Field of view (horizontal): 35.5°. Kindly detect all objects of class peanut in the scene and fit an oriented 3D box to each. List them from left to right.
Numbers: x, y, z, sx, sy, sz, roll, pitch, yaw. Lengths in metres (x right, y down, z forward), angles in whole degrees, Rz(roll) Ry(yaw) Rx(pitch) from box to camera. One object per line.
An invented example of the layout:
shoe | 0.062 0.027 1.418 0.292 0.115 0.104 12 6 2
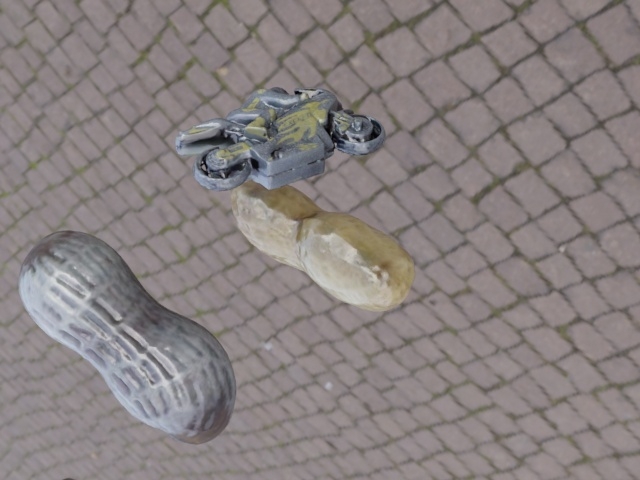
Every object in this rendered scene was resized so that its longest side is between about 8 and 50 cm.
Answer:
peanut | -0.001 0.001 1.073 0.227 0.086 0.104 28 167 20

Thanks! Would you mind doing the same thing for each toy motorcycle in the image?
toy motorcycle | -0.042 -0.104 0.955 0.124 0.193 0.061 -121 22 -43

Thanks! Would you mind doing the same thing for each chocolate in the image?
chocolate | -0.120 0.061 0.631 0.167 0.072 0.072 43 144 -1

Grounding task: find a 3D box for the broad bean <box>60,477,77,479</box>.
broad bean | -0.358 0.364 1.372 0.048 0.070 0.213 1 170 0
